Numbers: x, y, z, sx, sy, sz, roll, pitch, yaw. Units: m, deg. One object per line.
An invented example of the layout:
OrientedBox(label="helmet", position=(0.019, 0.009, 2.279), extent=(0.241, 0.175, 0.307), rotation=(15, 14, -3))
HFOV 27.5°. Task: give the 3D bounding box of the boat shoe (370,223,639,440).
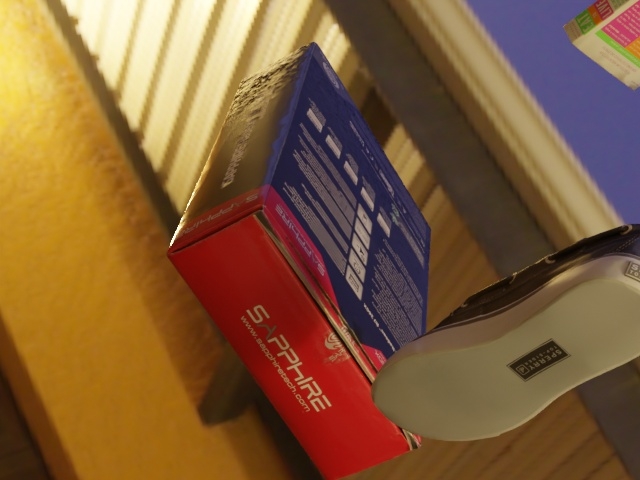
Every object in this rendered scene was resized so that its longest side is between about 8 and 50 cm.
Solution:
OrientedBox(label="boat shoe", position=(0.122, 0.052, 0.795), extent=(0.080, 0.076, 0.228), rotation=(42, -44, -10))

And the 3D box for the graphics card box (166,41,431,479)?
OrientedBox(label="graphics card box", position=(0.000, 0.000, 1.104), extent=(0.233, 0.094, 0.371), rotation=(56, 20, -21))

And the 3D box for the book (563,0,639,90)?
OrientedBox(label="book", position=(0.263, -0.178, 0.967), extent=(0.144, 0.096, 0.035), rotation=(-36, -122, 27))
